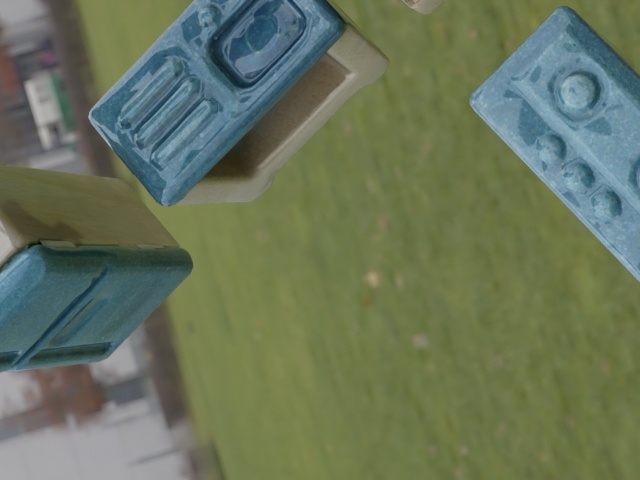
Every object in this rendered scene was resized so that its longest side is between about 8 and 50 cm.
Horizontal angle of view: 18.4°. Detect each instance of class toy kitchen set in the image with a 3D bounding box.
[{"bbox_3d":[0.000,0.000,0.597,0.166,0.207,0.122,48,-166,14],"label":"toy kitchen set"}]
